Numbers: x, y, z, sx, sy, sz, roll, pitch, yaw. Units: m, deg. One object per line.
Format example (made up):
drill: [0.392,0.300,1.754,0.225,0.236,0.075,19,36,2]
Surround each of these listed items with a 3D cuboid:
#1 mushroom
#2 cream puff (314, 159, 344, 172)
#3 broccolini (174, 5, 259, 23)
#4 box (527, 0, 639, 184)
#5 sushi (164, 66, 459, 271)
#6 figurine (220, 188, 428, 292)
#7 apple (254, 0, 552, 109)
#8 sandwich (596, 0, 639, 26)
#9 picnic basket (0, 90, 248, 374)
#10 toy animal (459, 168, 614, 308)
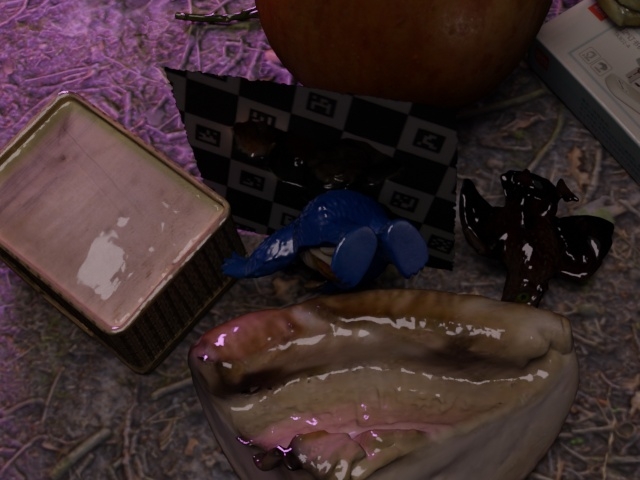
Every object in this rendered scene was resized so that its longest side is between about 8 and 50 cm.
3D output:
mushroom: [0.083,0.176,1.193,0.397,0.224,0.314,-24,39,-20]
cream puff: [0.014,-0.130,1.368,0.120,0.133,0.104,5,85,-24]
broccolini: [-0.123,-0.350,1.550,0.194,0.054,0.052,-17,82,2]
box: [0.403,-0.204,1.374,0.135,0.079,0.269,-31,64,-8]
sushi: [0.011,-0.103,1.259,0.340,0.320,0.068,10,57,15]
figurine: [0.009,0.000,1.257,0.262,0.164,0.120,-2,83,47]
apple: [0.097,-0.340,1.336,0.401,0.333,0.400,18,42,-17]
sandwich: [0.470,-0.411,1.409,0.273,0.095,0.249,-13,59,-19]
picnic basket: [-0.277,-0.012,1.335,0.313,0.175,0.228,35,73,18]
toy animal: [0.261,0.003,1.302,0.219,0.116,0.179,13,93,-15]
